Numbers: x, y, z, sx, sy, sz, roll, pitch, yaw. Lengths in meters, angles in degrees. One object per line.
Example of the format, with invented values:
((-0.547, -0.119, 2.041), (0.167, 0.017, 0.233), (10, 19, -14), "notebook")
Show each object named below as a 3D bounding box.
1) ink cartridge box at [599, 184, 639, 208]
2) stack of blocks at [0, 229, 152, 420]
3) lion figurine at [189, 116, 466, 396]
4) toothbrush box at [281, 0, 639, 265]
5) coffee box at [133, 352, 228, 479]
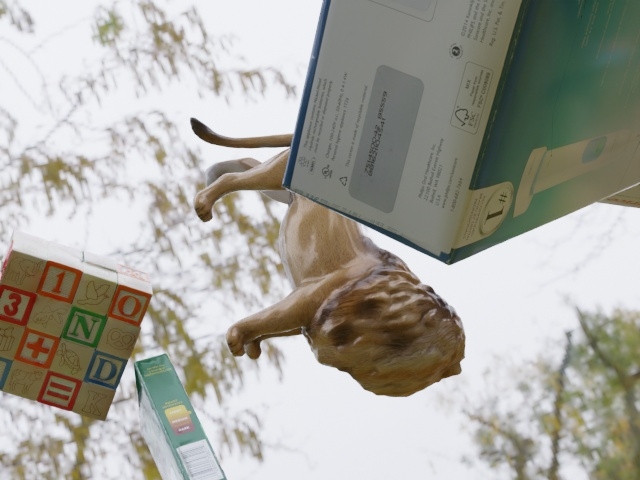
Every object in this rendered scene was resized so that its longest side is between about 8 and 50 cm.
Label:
((0.405, -0.127, 1.381), (0.223, 0.129, 0.307), (6, -11, -28), "ink cartridge box")
((-0.367, 0.081, 1.426), (0.297, 0.087, 0.171), (18, -79, -16), "stack of blocks")
((0.000, 0.000, 1.356), (0.240, 0.392, 0.142), (-20, -16, 8), "lion figurine")
((0.130, -0.131, 0.750), (0.295, 0.126, 0.216), (-19, -51, -51), "toothbrush box")
((-0.137, 0.212, 1.205), (0.040, 0.184, 0.113), (-16, -47, -18), "coffee box")
